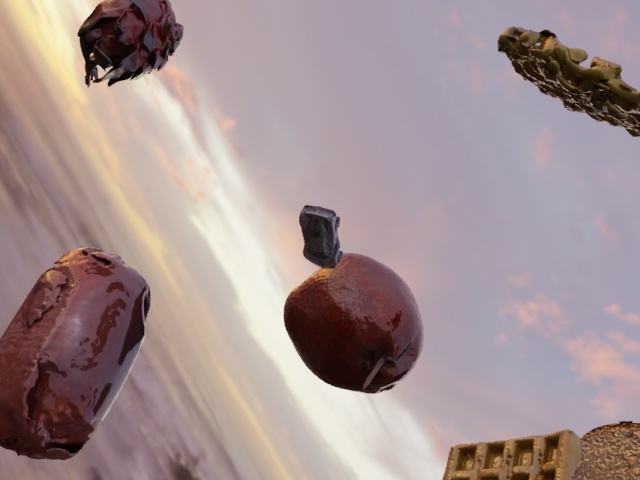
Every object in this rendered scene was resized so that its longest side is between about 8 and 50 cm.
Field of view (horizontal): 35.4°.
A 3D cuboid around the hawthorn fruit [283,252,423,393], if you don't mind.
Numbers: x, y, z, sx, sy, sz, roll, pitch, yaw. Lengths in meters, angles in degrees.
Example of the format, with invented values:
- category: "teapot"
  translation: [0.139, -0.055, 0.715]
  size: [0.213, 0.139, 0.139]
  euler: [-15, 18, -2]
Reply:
- category: "hawthorn fruit"
  translation: [0.060, 0.145, 1.525]
  size: [0.262, 0.211, 0.210]
  euler: [-116, -177, -56]

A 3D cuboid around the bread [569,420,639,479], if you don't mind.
- category: "bread"
  translation: [0.382, 0.294, 1.282]
  size: [0.129, 0.126, 0.044]
  euler: [-5, -45, 51]

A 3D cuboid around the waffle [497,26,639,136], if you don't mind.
- category: "waffle"
  translation: [0.325, -0.165, 1.130]
  size: [0.281, 0.060, 0.262]
  euler: [31, 11, 28]

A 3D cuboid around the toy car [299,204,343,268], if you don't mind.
- category: "toy car"
  translation: [0.000, 0.000, 1.044]
  size: [0.041, 0.025, 0.093]
  euler: [13, -40, 18]

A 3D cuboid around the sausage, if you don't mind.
- category: "sausage"
  translation: [-0.295, 0.128, 1.171]
  size: [0.279, 0.152, 0.152]
  euler: [-72, 151, -43]

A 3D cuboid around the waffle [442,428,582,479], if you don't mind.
- category: "waffle"
  translation: [0.301, 0.419, 1.627]
  size: [0.055, 0.248, 0.221]
  euler: [57, 36, -27]

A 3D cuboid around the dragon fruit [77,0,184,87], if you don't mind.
- category: "dragon fruit"
  translation: [-0.247, -0.262, 1.306]
  size: [0.121, 0.142, 0.130]
  euler: [28, -52, 37]
